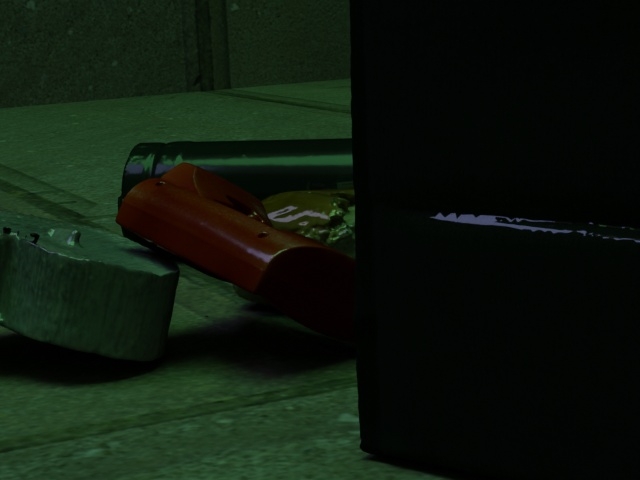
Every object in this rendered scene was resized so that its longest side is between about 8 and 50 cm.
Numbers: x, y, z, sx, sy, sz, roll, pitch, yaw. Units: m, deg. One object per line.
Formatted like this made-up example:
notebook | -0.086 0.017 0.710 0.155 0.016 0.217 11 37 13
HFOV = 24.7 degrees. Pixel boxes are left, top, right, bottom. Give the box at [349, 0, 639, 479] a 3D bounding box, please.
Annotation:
box | 0.192 -0.035 0.733 0.204 0.251 0.345 6 13 41

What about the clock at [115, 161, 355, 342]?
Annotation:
clock | -0.037 0.008 0.907 0.155 0.061 0.113 27 -1 45

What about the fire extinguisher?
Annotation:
fire extinguisher | -0.004 -0.042 1.195 0.311 0.114 0.095 1 7 14

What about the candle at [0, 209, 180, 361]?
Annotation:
candle | -0.174 0.021 0.927 0.192 0.068 0.168 15 5 14

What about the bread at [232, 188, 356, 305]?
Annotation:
bread | 0.001 0.001 1.035 0.106 0.082 0.125 10 18 24
